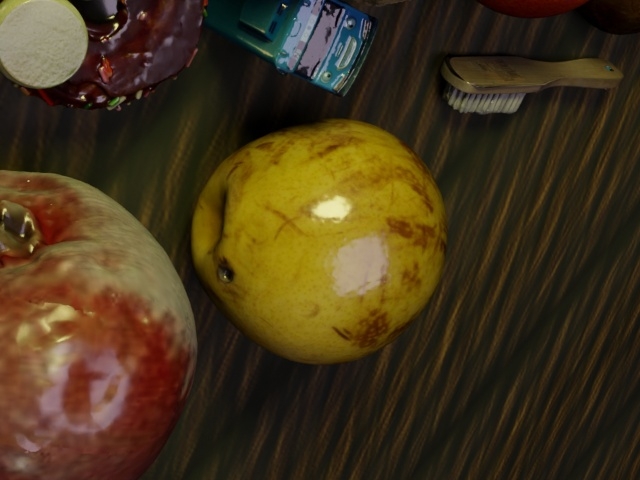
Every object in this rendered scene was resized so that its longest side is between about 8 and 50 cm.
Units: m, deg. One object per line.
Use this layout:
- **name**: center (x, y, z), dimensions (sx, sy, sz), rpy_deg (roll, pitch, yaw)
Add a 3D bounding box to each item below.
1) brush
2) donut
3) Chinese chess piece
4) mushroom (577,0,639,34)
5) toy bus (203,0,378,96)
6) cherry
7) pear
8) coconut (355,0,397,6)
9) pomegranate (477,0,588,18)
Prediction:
- **brush**: center (0.283, -0.207, 1.318), dimensions (0.328, 0.070, 0.065), rpy_deg (-9, 138, -35)
- **donut**: center (-0.216, -0.234, 0.901), dimensions (0.235, 0.089, 0.235), rpy_deg (-19, 125, -29)
- **Chinese chess piece**: center (-0.240, -0.171, 0.838), dimensions (0.084, 0.034, 0.084), rpy_deg (-15, 122, -26)
- **mushroom**: center (0.434, -0.356, 1.289), dimensions (0.231, 0.138, 0.194), rpy_deg (-19, 125, -28)
- **toy bus**: center (-0.037, -0.217, 0.981), dimensions (0.106, 0.185, 0.090), rpy_deg (18, 103, -39)
- **cherry**: center (-0.273, 0.099, 0.911), dimensions (0.292, 0.326, 0.335), rpy_deg (-14, 156, -30)
- **pear**: center (0.000, 0.000, 1.084), dimensions (0.281, 0.281, 0.280), rpy_deg (-18, 125, -28)
- **coconut**: center (0.069, -0.361, 0.871), dimensions (0.255, 0.297, 0.297), rpy_deg (-26, 140, 26)
- **pomegranate**: center (0.251, -0.367, 1.092), dimensions (0.257, 0.221, 0.221), rpy_deg (-44, 133, -11)
